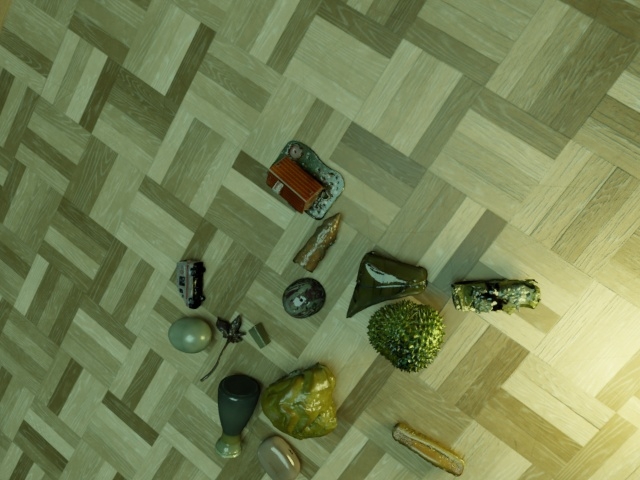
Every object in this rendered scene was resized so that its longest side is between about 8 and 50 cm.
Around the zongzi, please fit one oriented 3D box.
[{"bbox_3d":[0.245,0.208,1.702,0.260,0.123,0.289,16,111,12],"label":"zongzi"}]

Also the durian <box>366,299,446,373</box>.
[{"bbox_3d":[0.308,0.343,1.626,0.290,0.225,0.291,6,135,7],"label":"durian"}]

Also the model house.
[{"bbox_3d":[-0.077,-0.230,1.721,0.294,0.154,0.207,41,108,9],"label":"model house"}]

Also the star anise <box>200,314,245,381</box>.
[{"bbox_3d":[-0.418,0.428,1.881,0.148,0.227,0.219,25,114,6],"label":"star anise"}]

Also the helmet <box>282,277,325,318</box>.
[{"bbox_3d":[-0.077,0.233,1.802,0.176,0.107,0.153,-34,83,18],"label":"helmet"}]

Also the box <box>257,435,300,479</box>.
[{"bbox_3d":[-0.176,0.921,1.924,0.146,0.088,0.200,-42,83,18],"label":"box"}]

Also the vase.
[{"bbox_3d":[-0.360,0.746,1.927,0.173,0.173,0.321,15,106,15],"label":"vase"}]

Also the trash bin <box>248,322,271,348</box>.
[{"bbox_3d":[-0.251,0.395,1.898,0.043,0.061,0.092,-30,89,18],"label":"trash bin"}]

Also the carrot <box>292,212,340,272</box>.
[{"bbox_3d":[0.000,0.000,1.758,0.101,0.102,0.263,36,104,10],"label":"carrot"}]

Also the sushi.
[{"bbox_3d":[0.602,0.204,1.582,0.290,0.131,0.139,-4,94,9],"label":"sushi"}]

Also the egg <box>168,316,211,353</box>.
[{"bbox_3d":[-0.556,0.399,1.944,0.209,0.151,0.151,6,99,31],"label":"egg"}]

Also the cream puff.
[{"bbox_3d":[-0.071,0.641,1.767,0.323,0.274,0.270,-30,78,21],"label":"cream puff"}]

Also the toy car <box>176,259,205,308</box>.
[{"bbox_3d":[-0.556,0.185,1.952,0.108,0.089,0.210,4,96,17],"label":"toy car"}]

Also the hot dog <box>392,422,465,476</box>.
[{"bbox_3d":[0.407,0.791,1.745,0.288,0.068,0.083,26,80,17],"label":"hot dog"}]
